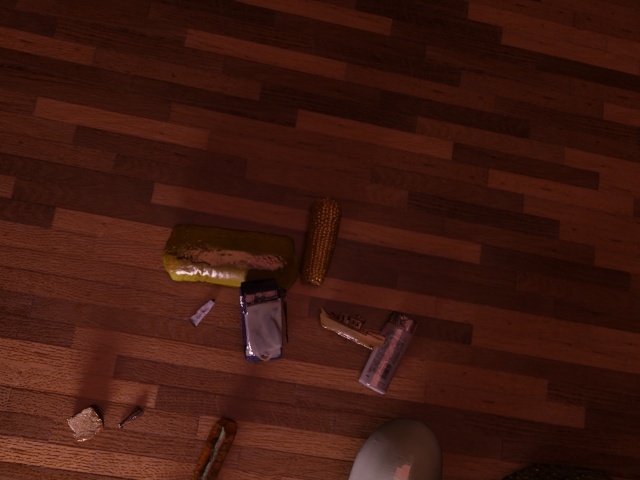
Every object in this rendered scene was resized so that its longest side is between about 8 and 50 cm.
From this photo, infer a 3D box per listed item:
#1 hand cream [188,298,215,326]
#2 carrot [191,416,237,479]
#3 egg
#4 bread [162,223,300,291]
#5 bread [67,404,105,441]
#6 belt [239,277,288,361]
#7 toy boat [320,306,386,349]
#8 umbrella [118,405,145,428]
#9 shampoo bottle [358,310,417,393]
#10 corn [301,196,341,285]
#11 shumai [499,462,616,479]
[{"bbox_3d":[-0.330,0.200,1.905,0.030,0.019,0.093,44,82,-1],"label":"hand cream"},{"bbox_3d":[-0.292,0.601,1.801,0.070,0.070,0.260,21,77,-5],"label":"carrot"},{"bbox_3d":[0.186,0.648,1.787,0.230,0.230,0.371,27,81,-3],"label":"egg"},{"bbox_3d":[-0.245,0.045,1.899,0.383,0.112,0.166,7,78,-8],"label":"bread"},{"bbox_3d":[-0.610,0.478,1.770,0.083,0.070,0.077,-30,84,-13],"label":"bread"},{"bbox_3d":[-0.152,0.218,1.850,0.126,0.139,0.230,-5,107,-14],"label":"belt"},{"bbox_3d":[0.091,0.244,1.926,0.206,0.064,0.072,25,78,12],"label":"toy boat"},{"bbox_3d":[-0.505,0.472,1.817,0.083,0.020,0.031,-38,86,-9],"label":"umbrella"},{"bbox_3d":[0.195,0.320,1.944,0.086,0.056,0.227,27,75,3],"label":"shampoo bottle"},{"bbox_3d":[0.002,0.000,1.964,0.091,0.091,0.260,13,81,-9],"label":"corn"},{"bbox_3d":[0.641,0.810,1.813,0.397,0.324,0.323,-10,95,-6],"label":"shumai"}]
